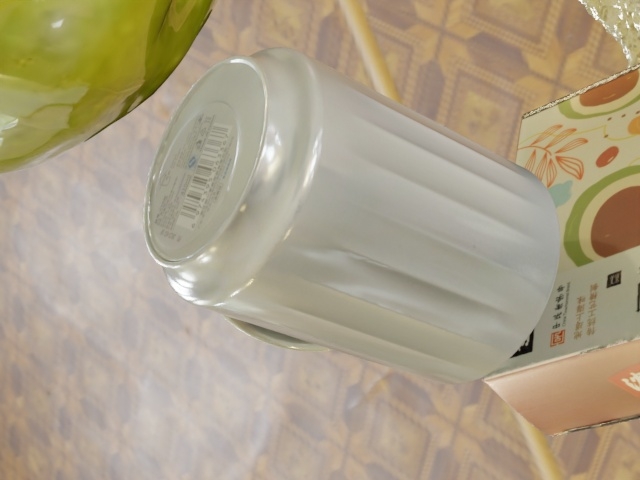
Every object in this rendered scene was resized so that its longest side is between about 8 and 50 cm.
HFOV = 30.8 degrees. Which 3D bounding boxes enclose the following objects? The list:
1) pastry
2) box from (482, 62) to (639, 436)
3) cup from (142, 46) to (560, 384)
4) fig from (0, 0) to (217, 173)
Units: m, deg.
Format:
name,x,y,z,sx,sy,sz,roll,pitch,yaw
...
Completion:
name,x,y,z,sx,sy,sz,roll,pitch,yaw
pastry,0.388,-0.277,1.429,0.258,0.121,0.089,60,153,27
box,0.359,-0.024,1.183,0.344,0.385,0.122,-23,128,39
cup,0.000,0.000,1.095,0.323,0.327,0.237,-37,44,40
fig,-0.125,-0.140,0.431,0.314,0.233,0.233,-121,15,-84
